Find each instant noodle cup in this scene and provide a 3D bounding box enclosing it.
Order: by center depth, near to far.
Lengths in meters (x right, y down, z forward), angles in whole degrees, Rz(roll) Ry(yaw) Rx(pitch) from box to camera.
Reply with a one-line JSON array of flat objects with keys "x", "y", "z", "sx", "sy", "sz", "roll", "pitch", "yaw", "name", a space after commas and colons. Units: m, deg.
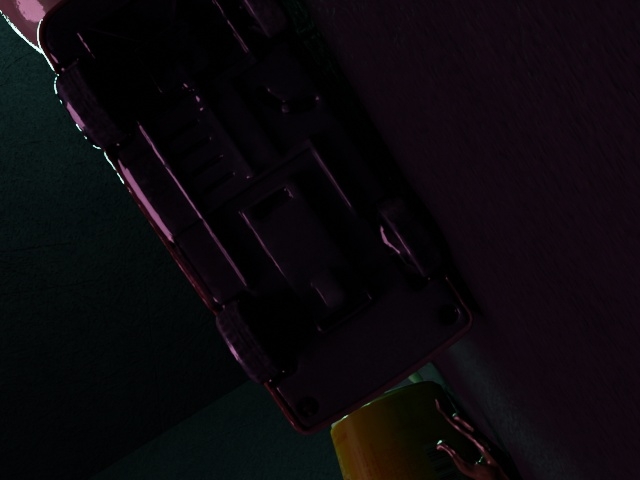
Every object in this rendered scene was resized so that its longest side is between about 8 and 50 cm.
[{"x": 0.123, "y": 0.304, "z": 1.913, "sx": 0.215, "sy": 0.215, "sz": 0.236, "roll": 75, "pitch": 173, "yaw": -73, "name": "instant noodle cup"}]

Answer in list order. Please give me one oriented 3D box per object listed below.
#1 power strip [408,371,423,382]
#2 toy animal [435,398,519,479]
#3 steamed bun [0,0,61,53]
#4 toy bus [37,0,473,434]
[{"x": 0.055, "y": 0.065, "z": 1.902, "sx": 0.288, "sy": 0.053, "sz": 0.093, "roll": 62, "pitch": 174, "yaw": -23, "name": "power strip"}, {"x": 0.182, "y": 0.260, "z": 1.753, "sx": 0.220, "sy": 0.069, "sz": 0.086, "roll": 55, "pitch": 155, "yaw": -15, "name": "toy animal"}, {"x": -0.344, "y": -0.360, "z": 2.119, "sx": 0.283, "sy": 0.177, "sz": 0.283, "roll": 51, "pitch": -151, "yaw": -44, "name": "steamed bun"}, {"x": -0.056, "y": -0.061, "z": 1.402, "sx": 0.427, "sy": 0.203, "sz": 0.233, "roll": 57, "pitch": 180, "yaw": -7, "name": "toy bus"}]
